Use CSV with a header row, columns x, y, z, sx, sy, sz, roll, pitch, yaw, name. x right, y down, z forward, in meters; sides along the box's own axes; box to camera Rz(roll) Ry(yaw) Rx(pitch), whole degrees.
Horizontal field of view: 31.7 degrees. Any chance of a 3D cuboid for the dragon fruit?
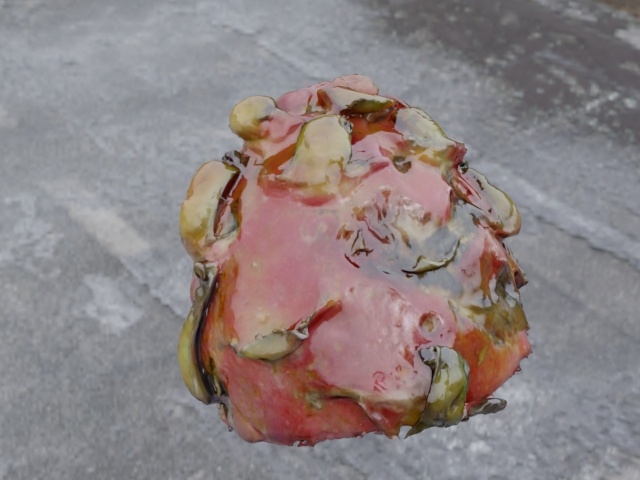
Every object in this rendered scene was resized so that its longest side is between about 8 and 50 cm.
x,y,z,sx,sy,sz,roll,pitch,yaw,name
0.000,0.000,0.932,0.314,0.263,0.296,-7,17,28,dragon fruit
